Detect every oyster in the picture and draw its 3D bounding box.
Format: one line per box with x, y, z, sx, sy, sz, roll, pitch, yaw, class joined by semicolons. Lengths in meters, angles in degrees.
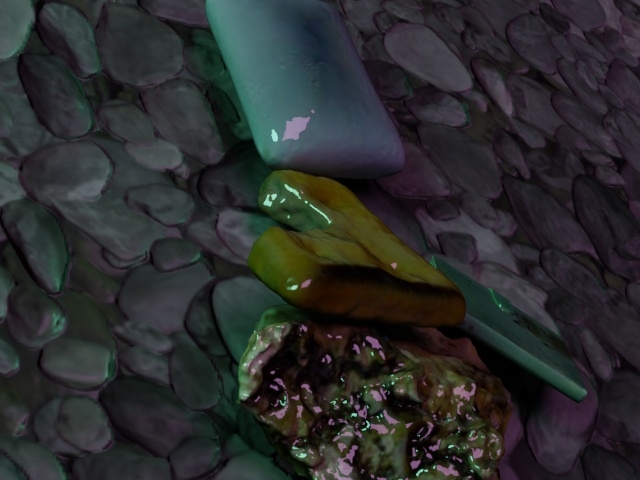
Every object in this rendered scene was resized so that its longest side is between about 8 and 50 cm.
0.052;0.106;0.852;0.214;0.083;0.223;42;34;-4;oyster

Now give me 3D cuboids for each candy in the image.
-0.014;-0.125;1.003;0.138;0.071;0.174;1;56;-39;candy

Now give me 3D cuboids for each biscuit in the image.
0.000;0.000;0.875;0.174;0.039;0.183;10;25;-41;biscuit

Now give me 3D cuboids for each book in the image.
0.142;0.065;0.971;0.135;0.017;0.103;32;17;-12;book
